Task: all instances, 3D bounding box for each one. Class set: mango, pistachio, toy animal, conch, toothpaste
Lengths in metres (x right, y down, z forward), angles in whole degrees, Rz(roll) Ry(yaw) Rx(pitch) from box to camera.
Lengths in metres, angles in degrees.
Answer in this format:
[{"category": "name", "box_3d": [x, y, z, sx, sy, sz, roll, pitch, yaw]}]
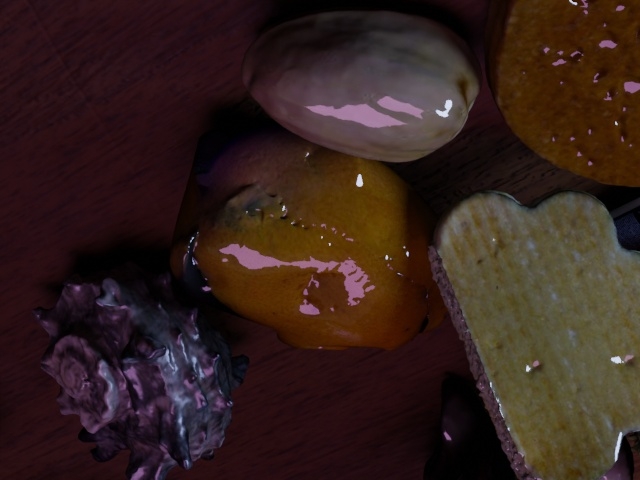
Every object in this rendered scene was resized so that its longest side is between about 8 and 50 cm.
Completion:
[{"category": "mango", "box_3d": [0.000, 0.000, 1.618, 0.287, 0.152, 0.201, 29, 128, -25]}, {"category": "pistachio", "box_3d": [0.035, -0.138, 1.490, 0.206, 0.131, 0.129, 12, -178, -2]}, {"category": "toy animal", "box_3d": [0.209, 0.245, 1.843, 0.194, 0.302, 0.344, 26, 159, -15]}, {"category": "conch", "box_3d": [-0.197, 0.142, 1.796, 0.241, 0.186, 0.313, 30, 159, 12]}, {"category": "toothpaste", "box_3d": [0.288, -0.013, 1.667, 0.071, 0.045, 0.193, 36, 137, -20]}]

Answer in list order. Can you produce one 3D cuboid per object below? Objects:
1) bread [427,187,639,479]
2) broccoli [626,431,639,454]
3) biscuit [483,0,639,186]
[{"category": "bread", "box_3d": [0.226, 0.077, 1.568, 0.207, 0.286, 0.056, -18, 178, -7]}, {"category": "broccoli", "box_3d": [0.412, 0.123, 1.645, 0.260, 0.235, 0.288, 34, 123, -17]}, {"category": "biscuit", "box_3d": [0.316, -0.192, 1.438, 0.350, 0.070, 0.394, 12, 139, -11]}]
